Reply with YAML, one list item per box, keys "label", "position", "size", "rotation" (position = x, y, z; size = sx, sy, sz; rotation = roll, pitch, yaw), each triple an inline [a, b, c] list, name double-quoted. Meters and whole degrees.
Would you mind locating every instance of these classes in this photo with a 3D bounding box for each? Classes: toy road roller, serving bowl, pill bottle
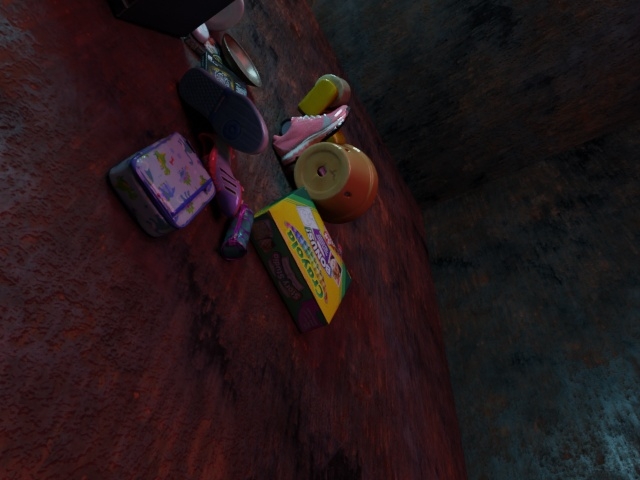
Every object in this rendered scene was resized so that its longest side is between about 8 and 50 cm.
- label: "toy road roller"
  position: [0.024, -0.449, 1.783]
  size: [0.240, 0.329, 0.202]
  rotation: [44, 22, 2]
- label: "serving bowl"
  position: [-0.365, -0.642, 1.385]
  size: [0.083, 0.027, 0.083]
  rotation: [49, 29, -39]
- label: "pill bottle"
  position: [-0.357, -0.863, 1.500]
  size: [0.176, 0.176, 0.318]
  rotation: [30, 41, -57]

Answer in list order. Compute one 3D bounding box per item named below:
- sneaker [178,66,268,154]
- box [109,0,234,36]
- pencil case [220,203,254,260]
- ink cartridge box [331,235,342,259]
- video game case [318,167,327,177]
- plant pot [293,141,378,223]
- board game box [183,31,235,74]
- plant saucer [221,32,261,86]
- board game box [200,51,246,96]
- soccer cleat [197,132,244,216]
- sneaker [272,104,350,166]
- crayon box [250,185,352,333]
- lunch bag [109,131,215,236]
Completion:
- label: "sneaker"
  position: [-0.218, -0.332, 1.249]
  size: [0.319, 0.127, 0.208]
  rotation: [47, 12, 19]
- label: "box"
  position: [-0.343, -0.854, 1.110]
  size: [0.472, 0.480, 0.297]
  rotation: [64, 23, -6]
- label: "pencil case"
  position: [-0.206, -0.021, 1.150]
  size: [0.152, 0.064, 0.070]
  rotation: [-89, -170, -49]
- label: "ink cartridge box"
  position: [0.047, 0.043, 1.686]
  size: [0.029, 0.063, 0.115]
  rotation: [49, 28, -36]
- label: "video game case"
  position: [0.051, -0.288, 2.087]
  size: [0.196, 0.026, 0.274]
  rotation: [58, 22, -21]
- label: "plant pot"
  position: [0.035, -0.216, 1.590]
  size: [0.203, 0.291, 0.291]
  rotation: [20, 50, -68]
- label: "board game box"
  position: [-0.335, -0.589, 1.478]
  size: [0.259, 0.030, 0.136]
  rotation: [43, 29, -46]
- label: "plant saucer"
  position: [-0.272, -0.596, 1.538]
  size: [0.198, 0.036, 0.198]
  rotation: [52, 20, -28]
- label: "board game box"
  position: [-0.296, -0.477, 1.418]
  size: [0.186, 0.026, 0.126]
  rotation: [24, 58, -56]
- label: "soccer cleat"
  position: [-0.261, -0.170, 1.172]
  size: [0.095, 0.083, 0.248]
  rotation: [17, 51, -44]
- label: "sneaker"
  position: [-0.037, -0.402, 1.628]
  size: [0.136, 0.314, 0.116]
  rotation: [53, 4, -5]
- label: "crayon box"
  position: [-0.052, 0.044, 1.393]
  size: [0.363, 0.106, 0.313]
  rotation: [63, 22, -10]
- label: "lunch bag"
  position: [-0.317, -0.117, 0.962]
  size: [0.176, 0.090, 0.219]
  rotation: [62, 23, -19]
